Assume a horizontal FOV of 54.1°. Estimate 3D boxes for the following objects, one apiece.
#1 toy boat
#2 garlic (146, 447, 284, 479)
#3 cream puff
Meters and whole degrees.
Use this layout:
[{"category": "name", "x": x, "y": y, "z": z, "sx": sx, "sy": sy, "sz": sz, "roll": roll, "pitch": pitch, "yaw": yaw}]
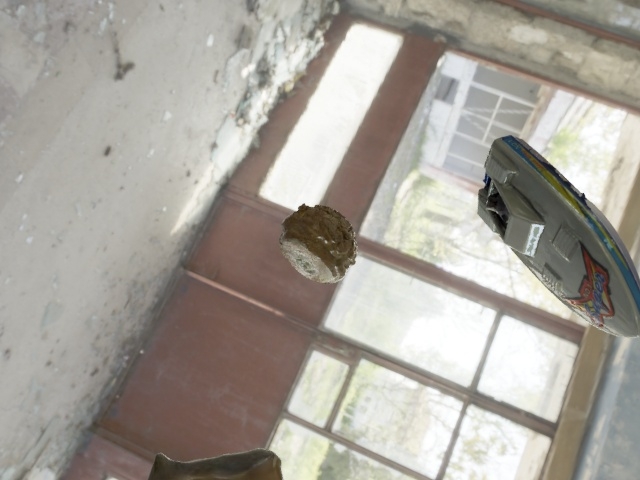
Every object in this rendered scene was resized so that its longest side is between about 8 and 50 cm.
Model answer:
[{"category": "toy boat", "x": 0.282, "y": 0.001, "z": 0.741, "sx": 0.129, "sy": 0.088, "sz": 0.295, "roll": 90, "pitch": -20, "yaw": -44}, {"category": "garlic", "x": -0.041, "y": 0.269, "z": 0.325, "sx": 0.112, "sy": 0.143, "sz": 0.318, "roll": 107, "pitch": -32, "yaw": -70}, {"category": "cream puff", "x": 0.000, "y": 0.000, "z": 1.128, "sx": 0.115, "sy": 0.150, "sz": 0.165, "roll": -52, "pitch": -168, "yaw": -24}]
